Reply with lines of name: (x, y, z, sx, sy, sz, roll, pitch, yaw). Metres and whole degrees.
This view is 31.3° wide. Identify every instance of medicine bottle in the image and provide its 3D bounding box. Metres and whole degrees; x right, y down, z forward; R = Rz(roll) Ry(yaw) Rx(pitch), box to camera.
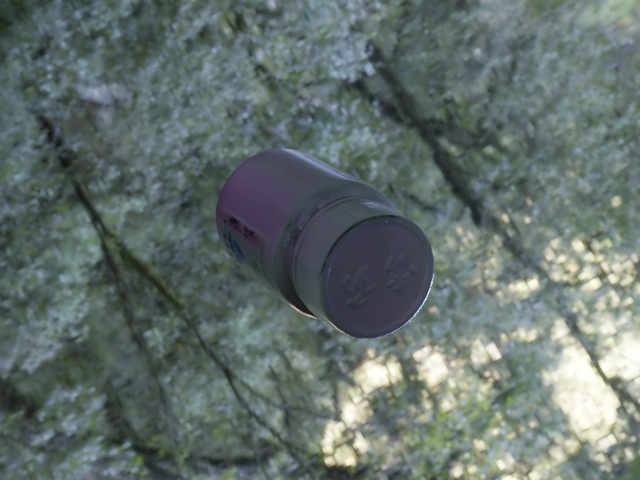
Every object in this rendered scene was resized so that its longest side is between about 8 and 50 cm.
medicine bottle: (0.000, 0.000, 1.189, 0.152, 0.152, 0.254, -26, -152, -17)
